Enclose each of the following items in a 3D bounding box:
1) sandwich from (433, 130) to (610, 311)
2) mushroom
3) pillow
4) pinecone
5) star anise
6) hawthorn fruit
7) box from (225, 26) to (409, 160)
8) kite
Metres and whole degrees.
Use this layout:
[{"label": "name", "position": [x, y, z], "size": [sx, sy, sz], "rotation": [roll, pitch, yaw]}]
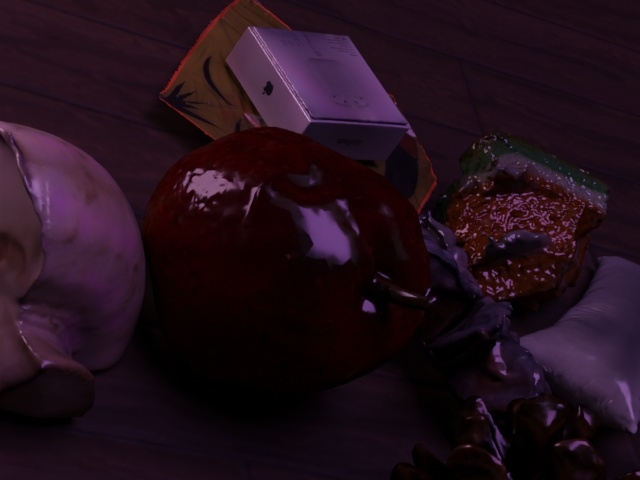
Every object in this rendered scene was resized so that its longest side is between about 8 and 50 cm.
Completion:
[{"label": "sandwich", "position": [0.210, -0.009, 1.876], "size": [0.185, 0.109, 0.160], "rotation": [13, 38, -29]}, {"label": "mushroom", "position": [-0.187, 0.005, 1.477], "size": [0.173, 0.162, 0.236], "rotation": [2, 52, -37]}, {"label": "pillow", "position": [0.281, 0.094, 1.862], "size": [0.144, 0.078, 0.254], "rotation": [35, 35, 13]}, {"label": "pinecone", "position": [0.155, 0.218, 1.508], "size": [0.201, 0.229, 0.202], "rotation": [-49, 121, -24]}, {"label": "star anise", "position": [0.123, 0.068, 1.704], "size": [0.229, 0.093, 0.236], "rotation": [51, 8, -41]}, {"label": "hawthorn fruit", "position": [-0.005, 0.030, 1.550], "size": [0.266, 0.210, 0.230], "rotation": [22, 3, 41]}, {"label": "box", "position": [-0.002, -0.139, 1.840], "size": [0.130, 0.051, 0.129], "rotation": [0, 48, -43]}, {"label": "kite", "position": [-0.024, -0.116, 1.850], "size": [0.327, 0.013, 0.377], "rotation": [4, 46, -42]}]
